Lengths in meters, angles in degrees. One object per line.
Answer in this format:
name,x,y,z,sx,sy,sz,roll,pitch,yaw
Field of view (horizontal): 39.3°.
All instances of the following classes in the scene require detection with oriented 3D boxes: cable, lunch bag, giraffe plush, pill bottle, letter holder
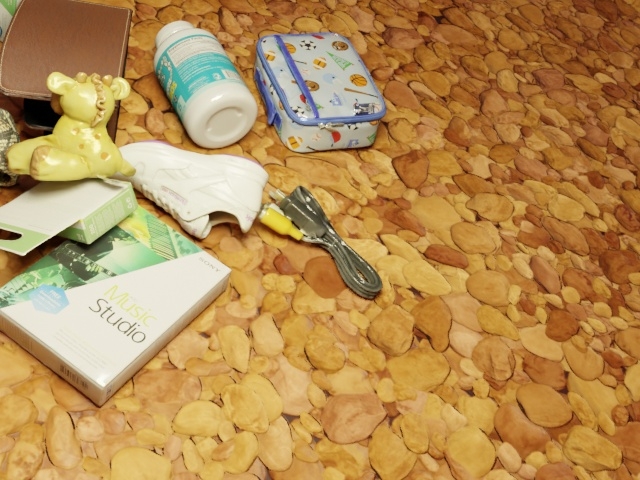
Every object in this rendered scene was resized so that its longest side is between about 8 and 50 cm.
cable,0.000,0.000,1.650,0.287,0.072,0.139,44,29,3
lunch bag,-0.011,-0.313,1.882,0.243,0.115,0.303,-6,50,-24
giraffe plush,-0.395,-0.189,1.456,0.210,0.170,0.181,9,13,21
pill bottle,-0.238,-0.317,1.767,0.146,0.146,0.264,-11,53,-30
letter holder,-0.474,-0.301,1.655,0.215,0.152,0.301,7,46,-13

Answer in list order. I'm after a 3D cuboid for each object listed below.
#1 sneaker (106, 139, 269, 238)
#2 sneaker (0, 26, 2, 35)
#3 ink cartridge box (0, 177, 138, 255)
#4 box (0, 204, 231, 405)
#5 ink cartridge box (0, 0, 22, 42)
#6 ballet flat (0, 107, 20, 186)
sneaker,-0.250,-0.088,1.566,0.305,0.114,0.152,8,75,5
sneaker,-0.693,-0.385,1.717,0.162,0.063,0.073,-14,64,-21
ink cartridge box,-0.435,-0.032,1.433,0.171,0.056,0.235,12,38,31
box,-0.326,0.083,1.416,0.232,0.058,0.322,34,44,11
ink cartridge box,-0.663,-0.507,1.766,0.212,0.154,0.093,29,45,6
ballet flat,-0.706,-0.112,1.393,0.483,0.164,0.182,-9,71,-31
